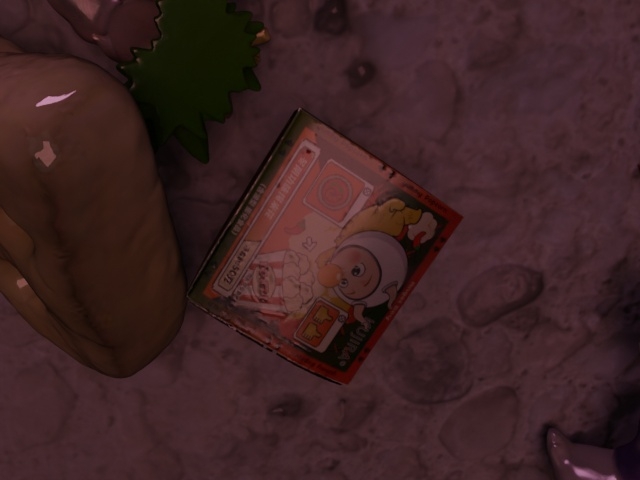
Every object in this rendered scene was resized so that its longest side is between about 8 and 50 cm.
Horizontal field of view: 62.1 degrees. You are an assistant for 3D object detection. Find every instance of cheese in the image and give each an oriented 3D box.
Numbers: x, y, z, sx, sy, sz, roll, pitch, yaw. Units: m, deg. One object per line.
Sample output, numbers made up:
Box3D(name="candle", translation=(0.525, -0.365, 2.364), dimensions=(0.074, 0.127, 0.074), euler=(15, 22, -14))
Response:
Box3D(name="cheese", translation=(-0.276, -0.023, 0.499), dimensions=(0.350, 0.129, 0.329), euler=(22, 137, 26))

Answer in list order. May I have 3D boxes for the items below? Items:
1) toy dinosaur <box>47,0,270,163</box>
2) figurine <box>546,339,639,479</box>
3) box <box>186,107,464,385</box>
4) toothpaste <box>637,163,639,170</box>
Box3D(name="toy dinosaur", translation=(-0.152, -0.163, 0.489), dimensions=(0.194, 0.177, 0.152), euler=(16, 103, -36))
Box3D(name="figurine", translation=(0.378, 0.232, 0.611), dimensions=(0.193, 0.154, 0.421), euler=(27, 111, 25))
Box3D(name="box", translation=(0.000, 0.000, 0.524), dimensions=(0.177, 0.148, 0.195), euler=(32, 99, -12))
Box3D(name="toothpaste", translation=(0.454, -0.113, 0.570), dimensions=(0.193, 0.070, 0.044), euler=(-32, 101, 4))
